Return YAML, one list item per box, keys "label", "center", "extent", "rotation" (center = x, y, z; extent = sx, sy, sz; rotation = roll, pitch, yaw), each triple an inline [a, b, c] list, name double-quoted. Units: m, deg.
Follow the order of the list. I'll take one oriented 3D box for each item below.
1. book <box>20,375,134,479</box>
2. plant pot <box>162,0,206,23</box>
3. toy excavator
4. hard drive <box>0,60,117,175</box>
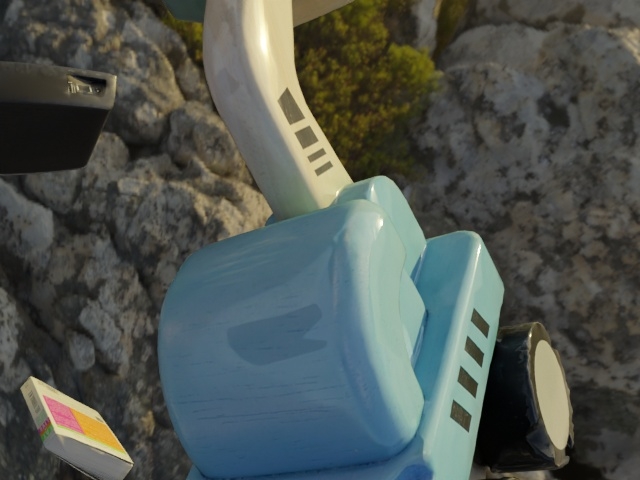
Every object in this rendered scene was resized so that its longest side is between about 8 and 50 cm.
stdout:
- label: "book"
  center: [-0.270, 0.204, 0.887]
  extent: [0.096, 0.144, 0.035]
  rotation: [41, 83, -31]
- label: "plant pot"
  center: [-0.092, -0.312, 0.773]
  extent: [0.165, 0.234, 0.165]
  rotation: [-40, 121, -6]
- label: "toy excavator"
  center: [0.000, 0.000, 0.564]
  extent: [0.445, 0.222, 0.433]
  rotation: [60, 33, -27]
- label: "hard drive"
  center: [-0.381, -0.140, 0.964]
  extent: [0.254, 0.172, 0.054]
  rotation: [-3, 62, -34]
